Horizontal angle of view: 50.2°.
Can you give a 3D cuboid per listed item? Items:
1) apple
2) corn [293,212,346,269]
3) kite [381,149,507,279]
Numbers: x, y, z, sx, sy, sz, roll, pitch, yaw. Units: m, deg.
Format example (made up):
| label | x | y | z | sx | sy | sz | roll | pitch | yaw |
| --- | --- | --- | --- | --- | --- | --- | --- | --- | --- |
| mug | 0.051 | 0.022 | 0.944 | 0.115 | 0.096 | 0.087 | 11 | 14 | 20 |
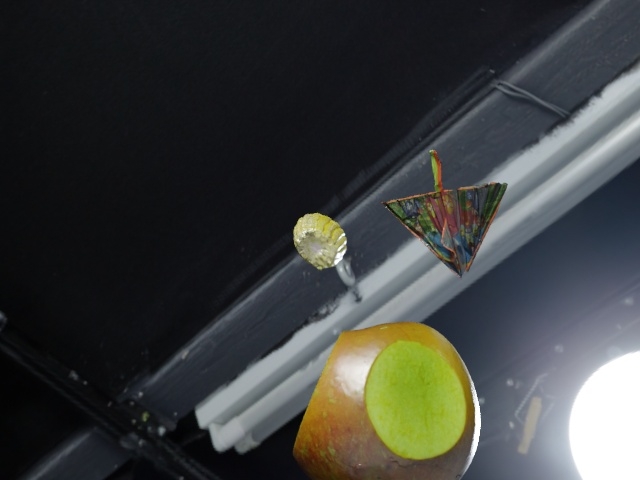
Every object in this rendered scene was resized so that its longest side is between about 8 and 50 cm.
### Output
| label | x | y | z | sx | sy | sz | roll | pitch | yaw |
| --- | --- | --- | --- | --- | --- | --- | --- | --- | --- |
| apple | 0.054 | 0.143 | 0.591 | 0.163 | 0.147 | 0.146 | 7 | -23 | -15 |
| corn | 0.000 | 0.000 | 0.993 | 0.063 | 0.165 | 0.085 | -32 | -84 | 6 |
| kite | 0.165 | -0.034 | 0.945 | 0.014 | 0.241 | 0.184 | -18 | -78 | -33 |
